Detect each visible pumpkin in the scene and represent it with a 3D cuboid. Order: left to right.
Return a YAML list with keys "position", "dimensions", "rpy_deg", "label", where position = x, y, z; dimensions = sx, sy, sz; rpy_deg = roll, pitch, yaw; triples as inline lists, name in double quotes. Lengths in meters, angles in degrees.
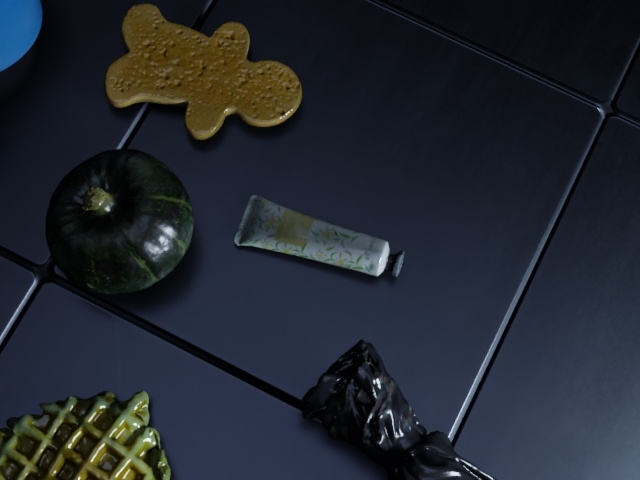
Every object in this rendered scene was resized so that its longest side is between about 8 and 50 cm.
- position: [-0.224, -0.020, 1.232]
  dimensions: [0.167, 0.125, 0.167]
  rpy_deg: [0, 83, -2]
  label: "pumpkin"

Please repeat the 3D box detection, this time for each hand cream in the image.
- position: [0.000, 0.000, 1.278]
  dimensions: [0.195, 0.042, 0.067]
  rpy_deg: [16, 74, 7]
  label: "hand cream"

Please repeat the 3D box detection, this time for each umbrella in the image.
- position: [0.097, 0.233, 1.164]
  dimensions: [0.110, 0.122, 0.272]
  rpy_deg: [-40, 78, -14]
  label: "umbrella"

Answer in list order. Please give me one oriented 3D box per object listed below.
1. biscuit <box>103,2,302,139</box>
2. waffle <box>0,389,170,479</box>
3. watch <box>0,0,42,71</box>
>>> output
- position: [-0.140, -0.197, 1.337]
  dimensions: [0.240, 0.035, 0.158]
  rpy_deg: [18, 75, 4]
  label: "biscuit"
- position: [-0.265, 0.267, 1.175]
  dimensions: [0.214, 0.054, 0.207]
  rpy_deg: [-11, 70, -3]
  label: "waffle"
- position: [-0.487, -0.293, 1.277]
  dimensions: [0.305, 0.241, 0.274]
  rpy_deg: [21, 56, 7]
  label: "watch"
